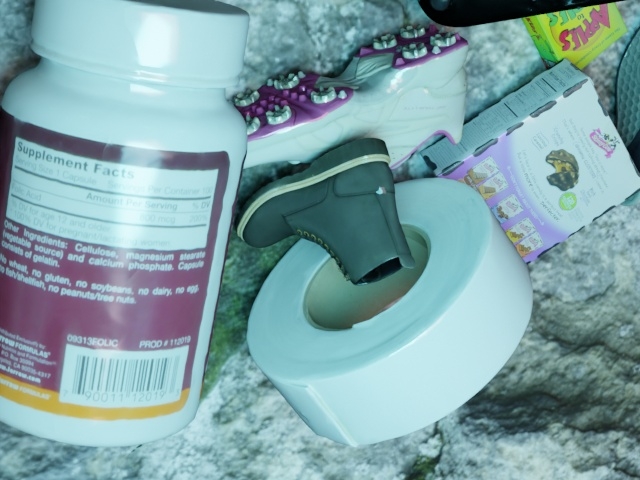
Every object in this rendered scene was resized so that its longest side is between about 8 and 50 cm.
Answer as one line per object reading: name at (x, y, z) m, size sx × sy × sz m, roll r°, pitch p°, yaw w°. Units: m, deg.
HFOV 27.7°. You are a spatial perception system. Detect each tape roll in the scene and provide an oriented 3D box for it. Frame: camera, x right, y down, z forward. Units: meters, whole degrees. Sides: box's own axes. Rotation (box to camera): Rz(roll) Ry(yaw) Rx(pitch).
tape roll at (0.067, 0.068, 1.316) m, size 0.286 × 0.286 × 0.100 m, roll -41°, pitch 121°, yaw -8°

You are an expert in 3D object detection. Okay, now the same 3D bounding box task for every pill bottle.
pill bottle at (-0.191, -0.032, 1.189) m, size 0.224 × 0.224 × 0.392 m, roll 4°, pitch 106°, yaw -27°

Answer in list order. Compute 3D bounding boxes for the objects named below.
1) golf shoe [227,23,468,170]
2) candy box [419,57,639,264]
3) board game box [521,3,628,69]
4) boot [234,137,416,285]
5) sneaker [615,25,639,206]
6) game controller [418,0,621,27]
golf shoe at (0.025, -0.114, 1.334) m, size 0.306 × 0.115 × 0.140 m, roll -22°, pitch 122°, yaw -15°
candy box at (0.238, -0.079, 1.448) m, size 0.196 × 0.070 × 0.165 m, roll -33°, pitch 120°, yaw 4°
board game box at (0.259, -0.278, 1.426) m, size 0.092 × 0.043 × 0.181 m, roll -40°, pitch 120°, yaw -9°
boot at (0.000, 0.000, 1.295) m, size 0.077 × 0.198 × 0.137 m, roll 4°, pitch 63°, yaw -45°
sneaker at (0.431, -0.153, 1.531) m, size 0.163 × 0.086 × 0.226 m, roll -2°, pitch 107°, yaw -27°
game controller at (0.237, -0.310, 1.289) m, size 0.319 × 0.067 × 0.166 m, roll -7°, pitch 128°, yaw 22°
